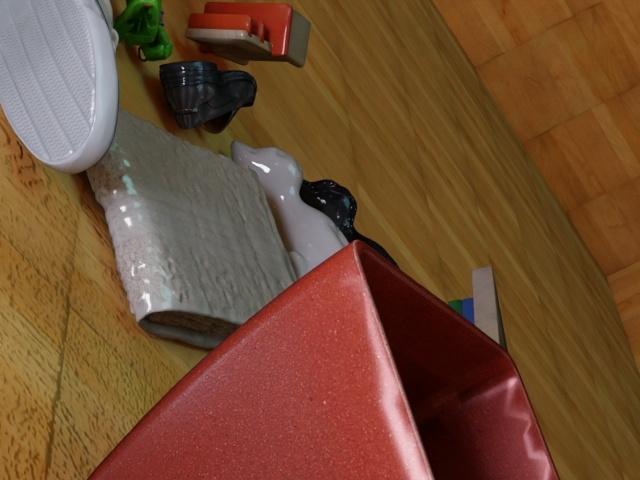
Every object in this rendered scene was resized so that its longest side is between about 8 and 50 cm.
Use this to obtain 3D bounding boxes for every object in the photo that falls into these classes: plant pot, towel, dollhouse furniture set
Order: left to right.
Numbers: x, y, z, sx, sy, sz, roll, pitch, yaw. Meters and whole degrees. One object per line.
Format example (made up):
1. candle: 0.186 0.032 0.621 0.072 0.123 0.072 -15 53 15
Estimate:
1. towel: -0.099 -0.001 1.132 0.282 0.049 0.187 24 41 -64
2. dollhouse furniture set: -0.058 -0.316 1.423 0.135 0.262 0.259 16 80 -65
3. plant pot: 0.011 0.198 0.823 0.267 0.235 0.267 36 32 -57

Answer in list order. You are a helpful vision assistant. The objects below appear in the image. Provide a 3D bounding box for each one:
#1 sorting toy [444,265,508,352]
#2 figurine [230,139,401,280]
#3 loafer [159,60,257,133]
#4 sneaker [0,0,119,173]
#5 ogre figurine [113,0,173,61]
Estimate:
1. sorting toy: 0.162 0.194 1.454 0.255 0.089 0.257 -76 155 -70
2. figurine: 0.000 0.000 1.386 0.209 0.092 0.215 62 15 25
3. loafer: -0.105 -0.131 1.315 0.170 0.062 0.061 -5 91 -69
4. sneaker: -0.184 -0.152 1.021 0.091 0.094 0.258 32 34 -53
5. ogre figurine: -0.176 -0.251 1.200 0.197 0.096 0.118 33 42 -46
